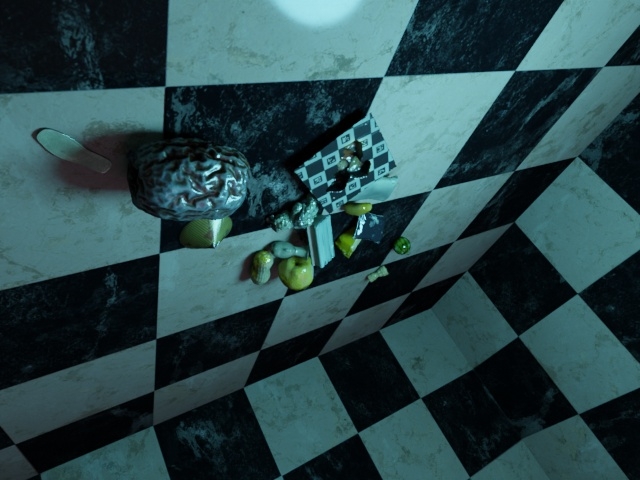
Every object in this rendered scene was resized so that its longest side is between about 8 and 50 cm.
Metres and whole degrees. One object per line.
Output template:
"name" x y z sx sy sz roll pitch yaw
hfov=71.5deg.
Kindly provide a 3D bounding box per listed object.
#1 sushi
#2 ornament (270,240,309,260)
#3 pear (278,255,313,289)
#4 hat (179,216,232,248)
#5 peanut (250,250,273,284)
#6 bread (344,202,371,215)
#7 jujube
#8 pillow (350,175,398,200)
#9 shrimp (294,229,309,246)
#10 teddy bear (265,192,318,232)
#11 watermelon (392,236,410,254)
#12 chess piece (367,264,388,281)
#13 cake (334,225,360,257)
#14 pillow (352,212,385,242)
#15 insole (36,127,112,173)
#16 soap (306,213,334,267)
"sushi" 0.085 -0.277 1.588 0.320 0.069 0.339 -37 148 6
"ornament" -0.128 0.041 1.844 0.156 0.075 0.081 8 179 -9
"pear" -0.104 0.130 1.971 0.178 0.178 0.178 -25 153 -14
"hat" -0.381 -0.005 1.535 0.193 0.082 0.193 -24 154 -13
"peanut" -0.249 0.120 1.885 0.087 0.087 0.207 -16 149 -29
"bread" 0.156 -0.131 1.862 0.115 0.056 0.082 1 -175 36
"jujube" -0.342 -0.160 1.174 0.317 0.226 0.226 0 140 -38
"pillow" 0.200 -0.207 1.808 0.254 0.078 0.144 -7 149 -38
"shrimp" -0.049 -0.005 1.902 0.090 0.079 0.233 -26 150 24
"teddy bear" -0.088 -0.082 1.682 0.213 0.111 0.133 -29 150 -8
"watermelon" 0.453 0.034 2.469 0.109 0.109 0.109 -25 153 -14
"chess piece" 0.349 0.206 2.709 0.122 0.066 0.066 -32 154 10
"cake" 0.163 -0.004 2.092 0.184 0.116 0.080 -23 151 -7
"pillow" 0.232 -0.063 2.075 0.208 0.055 0.141 7 101 -48
"insole" -0.578 -0.207 1.051 0.063 0.010 0.192 -37 153 10
"soap" 0.000 0.000 1.838 0.114 0.063 0.198 -41 132 -48
